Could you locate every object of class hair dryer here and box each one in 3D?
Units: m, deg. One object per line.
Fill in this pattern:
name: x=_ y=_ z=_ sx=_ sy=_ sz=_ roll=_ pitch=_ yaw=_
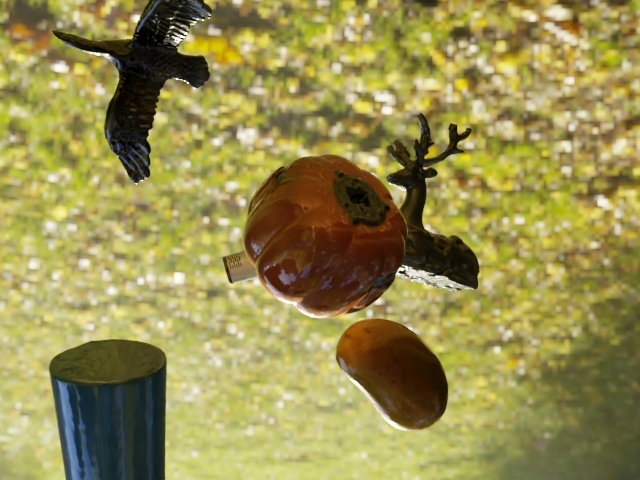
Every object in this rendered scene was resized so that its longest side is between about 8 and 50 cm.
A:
hair dryer: x=-0.060 y=-0.007 z=1.851 sx=0.155 sy=0.044 sz=0.183 roll=-13 pitch=-157 yaw=-1

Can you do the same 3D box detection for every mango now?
mango: x=0.093 y=0.163 z=1.702 sx=0.178 sy=0.115 sz=0.090 roll=46 pitch=137 yaw=-19

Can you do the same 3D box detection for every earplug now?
earplug: x=-0.237 y=0.264 z=1.558 sx=0.132 sy=0.272 sz=0.132 roll=-1 pitch=-162 yaw=0

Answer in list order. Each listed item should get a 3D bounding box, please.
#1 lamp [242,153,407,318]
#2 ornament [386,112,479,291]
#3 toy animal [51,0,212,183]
lamp: x=0.000 y=0.000 z=1.537 sx=0.188 sy=0.187 sz=0.164 roll=16 pitch=136 yaw=-33
ornament: x=0.171 y=-0.058 z=1.934 sx=0.202 sy=0.236 sz=0.080 roll=18 pitch=166 yaw=-36
toy animal: x=-0.241 y=-0.224 z=1.723 sx=0.197 sy=0.272 sz=0.160 roll=24 pitch=-159 yaw=7
